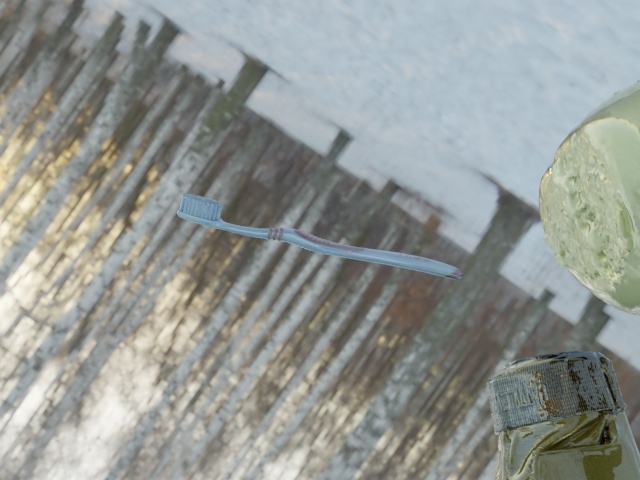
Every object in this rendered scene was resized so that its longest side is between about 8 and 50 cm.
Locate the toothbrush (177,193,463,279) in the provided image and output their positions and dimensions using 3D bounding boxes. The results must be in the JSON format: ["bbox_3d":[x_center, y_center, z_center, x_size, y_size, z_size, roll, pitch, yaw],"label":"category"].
[{"bbox_3d":[0.000,0.000,0.731,0.193,0.019,0.013,14,-162,2],"label":"toothbrush"}]

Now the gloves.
[{"bbox_3d":[0.217,0.267,0.983,0.154,0.331,0.141,1,170,-22],"label":"gloves"}]

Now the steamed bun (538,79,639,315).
[{"bbox_3d":[0.312,-0.048,0.893,0.166,0.232,0.273,64,166,16],"label":"steamed bun"}]
